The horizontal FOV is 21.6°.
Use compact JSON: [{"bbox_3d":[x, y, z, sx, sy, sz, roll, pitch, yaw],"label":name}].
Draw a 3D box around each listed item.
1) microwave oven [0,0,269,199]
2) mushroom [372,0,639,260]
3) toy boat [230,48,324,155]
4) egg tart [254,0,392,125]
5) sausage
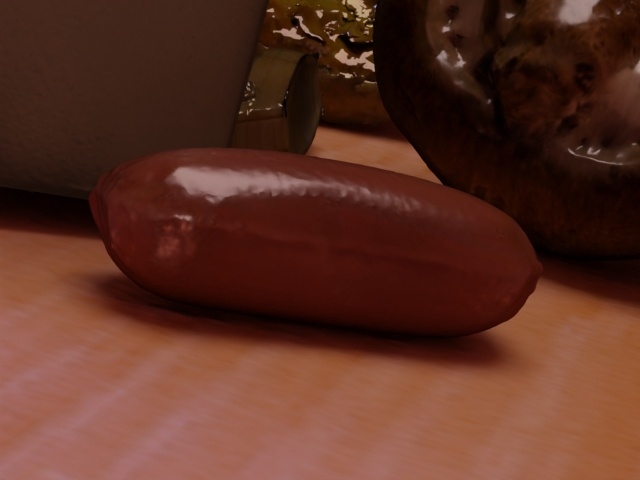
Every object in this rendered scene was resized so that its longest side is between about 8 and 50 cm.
[{"bbox_3d":[-0.182,-0.226,0.860,0.247,0.333,0.394,11,14,-24],"label":"microwave oven"},{"bbox_3d":[0.155,-0.107,0.906,0.253,0.253,0.153,16,-21,12],"label":"mushroom"},{"bbox_3d":[-0.041,-0.073,0.953,0.072,0.064,0.206,-4,13,6],"label":"toy boat"},{"bbox_3d":[0.021,-0.211,1.157,0.290,0.290,0.115,12,-15,-4],"label":"egg tart"},{"bbox_3d":[0.000,0.000,0.703,0.194,0.077,0.077,7,17,-19],"label":"sausage"}]
